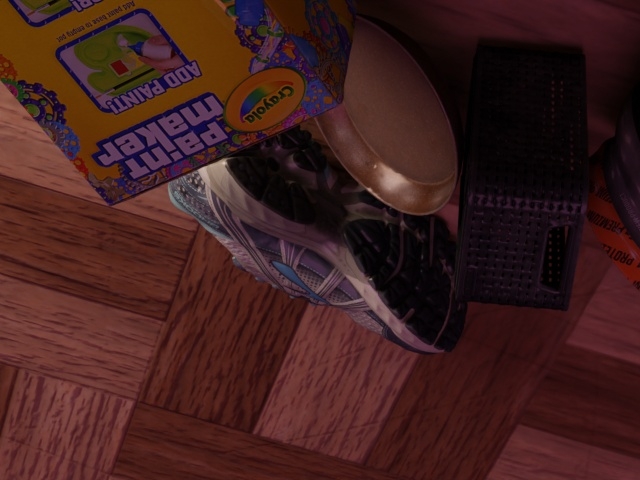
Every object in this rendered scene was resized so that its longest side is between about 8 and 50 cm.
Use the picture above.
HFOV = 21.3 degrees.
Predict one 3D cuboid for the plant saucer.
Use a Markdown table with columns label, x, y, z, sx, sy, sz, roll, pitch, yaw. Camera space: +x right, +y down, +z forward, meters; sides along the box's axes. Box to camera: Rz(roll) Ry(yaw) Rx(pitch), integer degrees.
| label | x | y | z | sx | sy | sz | roll | pitch | yaw |
| --- | --- | --- | --- | --- | --- | --- | --- | --- | --- |
| plant saucer | 0.051 | -0.098 | 1.263 | 0.168 | 0.029 | 0.168 | 39 | 148 | 31 |

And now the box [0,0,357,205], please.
| label | x | y | z | sx | sy | sz | roll | pitch | yaw |
| --- | --- | --- | --- | --- | --- | --- | --- | --- | --- |
| box | -0.114 | -0.233 | 1.046 | 0.177 | 0.290 | 0.279 | -22 | 124 | 24 |

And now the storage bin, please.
| label | x | y | z | sx | sy | sz | roll | pitch | yaw |
| --- | --- | --- | --- | --- | --- | --- | --- | --- | --- |
| storage bin | 0.146 | -0.048 | 1.247 | 0.084 | 0.180 | 0.122 | 6 | 131 | 3 |

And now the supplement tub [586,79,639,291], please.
| label | x | y | z | sx | sy | sz | roll | pitch | yaw |
| --- | --- | --- | --- | --- | --- | --- | --- | --- | --- |
| supplement tub | 0.342 | -0.088 | 1.179 | 0.194 | 0.193 | 0.316 | 33 | 126 | -20 |

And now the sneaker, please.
| label | x | y | z | sx | sy | sz | roll | pitch | yaw |
| --- | --- | --- | --- | --- | --- | --- | --- | --- | --- |
| sneaker | 0.000 | 0.000 | 1.381 | 0.283 | 0.110 | 0.122 | 39 | 143 | -21 |
